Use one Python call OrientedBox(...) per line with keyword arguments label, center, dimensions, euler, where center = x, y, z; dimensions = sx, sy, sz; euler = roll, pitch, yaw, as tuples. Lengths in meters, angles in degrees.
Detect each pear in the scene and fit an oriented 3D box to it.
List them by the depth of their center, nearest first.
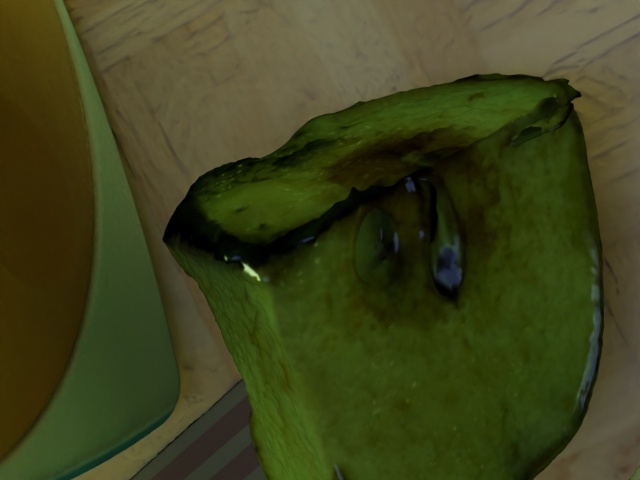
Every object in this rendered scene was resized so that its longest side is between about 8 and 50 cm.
OrientedBox(label="pear", center=(0.060, 0.051, 1.126), dimensions=(0.164, 0.238, 0.255), euler=(16, 131, 59))

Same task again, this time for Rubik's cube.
OrientedBox(label="Rubik's cube", center=(-0.327, 0.024, 1.163), dimensions=(0.351, 0.347, 0.352), euler=(-22, 89, 21))

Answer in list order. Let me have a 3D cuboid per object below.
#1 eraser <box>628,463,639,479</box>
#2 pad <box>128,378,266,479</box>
OrientedBox(label="eraser", center=(0.228, 0.298, 1.101), dimensions=(0.331, 0.150, 0.331), euler=(2, 96, 18))
OrientedBox(label="pad", center=(-0.016, 0.258, 1.259), dimensions=(0.202, 0.005, 0.300), euler=(-42, 81, 20))
